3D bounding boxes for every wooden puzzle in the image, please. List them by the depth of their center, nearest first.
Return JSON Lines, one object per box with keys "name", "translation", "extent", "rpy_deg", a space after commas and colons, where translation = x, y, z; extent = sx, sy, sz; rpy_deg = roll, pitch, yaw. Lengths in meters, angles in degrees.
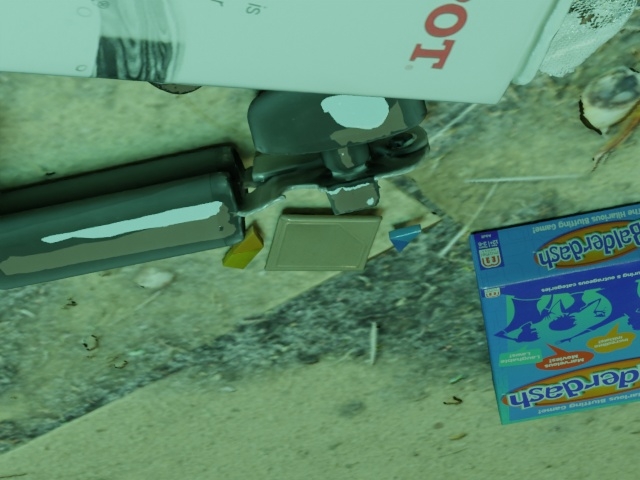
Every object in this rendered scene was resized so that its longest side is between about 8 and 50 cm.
{"name": "wooden puzzle", "translation": [0.000, 0.000, 1.120], "extent": [0.116, 0.014, 0.078], "rpy_deg": [4, 149, -18]}

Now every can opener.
{"name": "can opener", "translation": [-0.071, -0.039, 1.010], "extent": [0.280, 0.074, 0.093], "rpy_deg": [-15, 112, 8]}

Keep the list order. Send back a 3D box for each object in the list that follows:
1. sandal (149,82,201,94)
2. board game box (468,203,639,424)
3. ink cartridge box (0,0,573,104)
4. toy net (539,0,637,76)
{"name": "sandal", "translation": [-0.059, -0.130, 0.882], "extent": [0.067, 0.040, 0.179], "rpy_deg": [7, 144, -21]}
{"name": "board game box", "translation": [0.194, 0.054, 1.210], "extent": [0.160, 0.047, 0.210], "rpy_deg": [-11, 148, 5]}
{"name": "ink cartridge box", "translation": [-0.080, -0.207, 0.644], "extent": [0.394, 0.166, 0.285], "rpy_deg": [3, 145, -15]}
{"name": "toy net", "translation": [0.144, -0.170, 0.865], "extent": [0.122, 0.045, 0.232], "rpy_deg": [-7, 149, -4]}
